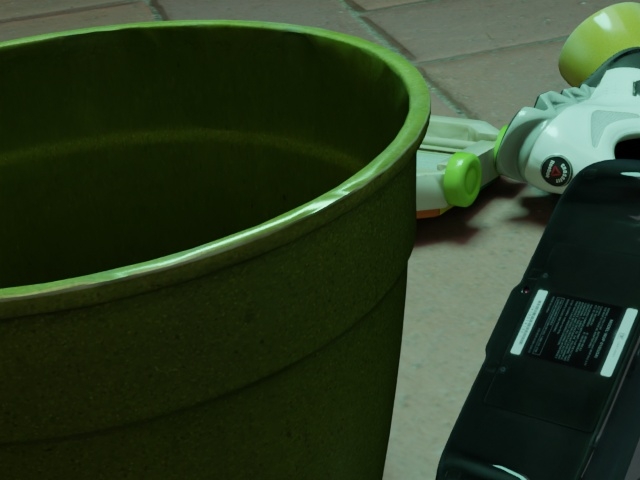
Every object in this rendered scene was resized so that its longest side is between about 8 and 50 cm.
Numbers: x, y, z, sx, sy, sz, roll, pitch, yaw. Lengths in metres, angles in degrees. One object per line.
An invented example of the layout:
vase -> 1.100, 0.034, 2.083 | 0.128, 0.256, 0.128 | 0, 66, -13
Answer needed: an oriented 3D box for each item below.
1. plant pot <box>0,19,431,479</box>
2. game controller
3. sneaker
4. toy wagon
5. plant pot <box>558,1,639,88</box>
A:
plant pot -> -0.112, 0.099, 0.674 | 0.366, 0.353, 0.366 | -5, 26, 3
game controller -> 0.199, 0.076, 0.842 | 0.166, 0.067, 0.319 | 7, 59, 44
sneaker -> 0.333, -0.112, 1.317 | 0.146, 0.122, 0.330 | 30, 40, 25
toy wagon -> 0.052, -0.080, 1.301 | 0.267, 0.068, 0.344 | 10, 23, 31
plant pot -> 0.377, -0.212, 1.500 | 0.134, 0.134, 0.095 | -14, 53, -16
